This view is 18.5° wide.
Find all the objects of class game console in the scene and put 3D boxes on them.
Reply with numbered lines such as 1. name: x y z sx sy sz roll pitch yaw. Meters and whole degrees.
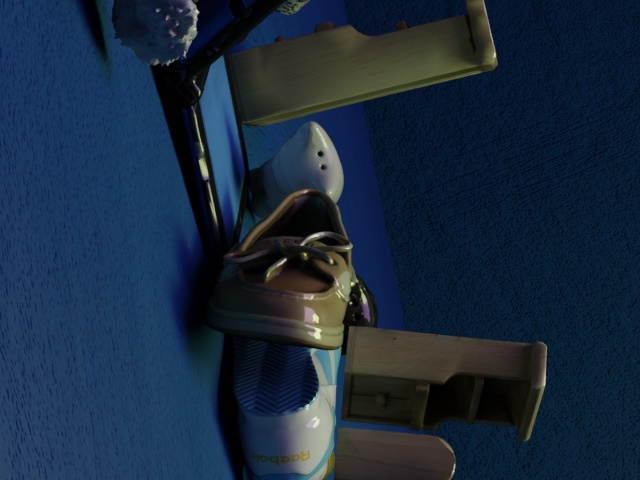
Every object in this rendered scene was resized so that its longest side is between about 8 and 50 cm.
1. game console: -0.033 -0.143 1.618 0.173 0.250 0.293 47 14 -15

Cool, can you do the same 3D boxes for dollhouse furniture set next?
1. dollhouse furniture set: 0.090 0.204 1.575 0.212 0.161 0.242 93 3 -61
2. dollhouse furniture set: 0.006 -0.333 1.926 0.362 0.256 0.394 -23 100 -84

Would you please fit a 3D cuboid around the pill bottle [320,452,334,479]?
1. pill bottle: -0.011 0.186 1.655 0.083 0.043 0.043 24 53 -82

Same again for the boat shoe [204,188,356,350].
1. boat shoe: -0.026 0.020 1.482 0.285 0.104 0.089 -93 -165 -81

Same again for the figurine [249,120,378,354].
1. figurine: 0.000 0.000 1.741 0.209 0.092 0.215 156 -80 -83

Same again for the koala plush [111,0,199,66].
1. koala plush: -0.089 -0.231 1.266 0.221 0.203 0.196 108 -7 -53

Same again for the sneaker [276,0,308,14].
1. sneaker: -0.073 -0.438 2.245 0.182 0.158 0.410 136 -56 -60

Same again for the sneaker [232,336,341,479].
1. sneaker: -0.027 0.119 1.523 0.229 0.087 0.092 -74 161 -68
